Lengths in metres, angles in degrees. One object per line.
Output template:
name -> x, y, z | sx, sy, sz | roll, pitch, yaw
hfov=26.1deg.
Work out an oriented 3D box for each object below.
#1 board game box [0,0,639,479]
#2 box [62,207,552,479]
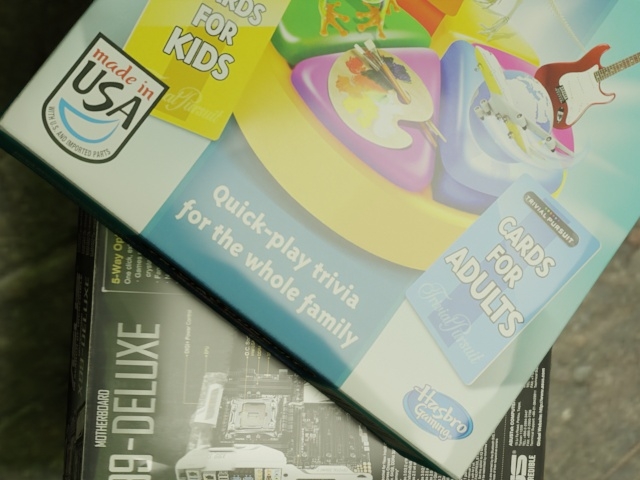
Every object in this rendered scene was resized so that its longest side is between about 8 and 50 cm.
board game box -> 0.053, -0.103, 0.636 | 0.254, 0.079, 0.336 | 38, 80, -14
box -> 0.000, 0.000, 0.705 | 0.242, 0.076, 0.307 | 3, 91, -17
